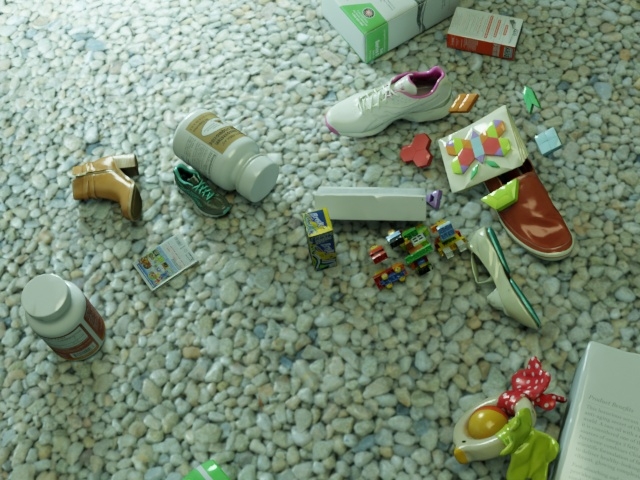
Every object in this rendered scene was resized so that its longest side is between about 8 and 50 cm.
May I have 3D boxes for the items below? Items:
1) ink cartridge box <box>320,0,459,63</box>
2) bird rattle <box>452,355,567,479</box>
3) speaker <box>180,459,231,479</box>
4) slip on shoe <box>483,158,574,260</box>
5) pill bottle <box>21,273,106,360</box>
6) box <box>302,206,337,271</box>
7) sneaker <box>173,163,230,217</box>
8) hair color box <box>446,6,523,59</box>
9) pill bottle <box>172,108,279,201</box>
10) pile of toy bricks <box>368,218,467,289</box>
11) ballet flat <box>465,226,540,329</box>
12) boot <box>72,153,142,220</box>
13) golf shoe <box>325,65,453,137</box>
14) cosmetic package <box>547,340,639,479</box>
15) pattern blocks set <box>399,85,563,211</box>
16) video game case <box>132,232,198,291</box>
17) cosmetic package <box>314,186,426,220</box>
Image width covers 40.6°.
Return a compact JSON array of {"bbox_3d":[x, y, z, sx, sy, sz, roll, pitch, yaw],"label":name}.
[{"bbox_3d":[0.174,-0.601,2.136,0.289,0.121,0.211,-30,64,-11],"label":"ink cartridge box"},{"bbox_3d":[0.341,0.330,1.613,0.206,0.143,0.253,-21,27,24],"label":"bird rattle"},{"bbox_3d":[-0.278,0.540,1.578,0.296,0.131,0.131,-40,66,-15],"label":"speaker"},{"bbox_3d":[0.434,-0.099,1.864,0.123,0.101,0.331,-22,64,-8],"label":"slip on shoe"},{"bbox_3d":[-0.522,0.153,1.749,0.121,0.216,0.121,-2,62,4],"label":"pill bottle"},{"bbox_3d":[0.000,0.000,1.810,0.054,0.169,0.059,-14,63,-4],"label":"box"},{"bbox_3d":[-0.275,-0.114,1.947,0.166,0.076,0.065,34,71,20],"label":"sneaker"},{"bbox_3d":[0.400,-0.505,2.106,0.167,0.053,0.093,15,63,14],"label":"hair color box"},{"bbox_3d":[-0.211,-0.188,1.949,0.229,0.131,0.131,35,70,20],"label":"pill bottle"},{"bbox_3d":[0.192,0.006,1.840,0.212,0.118,0.105,-28,31,0],"label":"pile of toy bricks"},{"bbox_3d":[0.370,0.089,1.792,0.086,0.086,0.248,-19,61,-5],"label":"ballet flat"},{"bbox_3d":[-0.489,-0.110,1.969,0.152,0.073,0.197,-11,50,-2],"label":"boot"},{"bbox_3d":[0.156,-0.328,1.987,0.306,0.140,0.115,-15,64,-1],"label":"golf shoe"},{"bbox_3d":[0.527,0.437,1.539,0.230,0.161,0.453,17,65,14],"label":"cosmetic package"},{"bbox_3d":[0.345,-0.195,1.871,0.325,0.026,0.285,-38,61,21],"label":"pattern blocks set"},{"bbox_3d":[-0.341,0.048,1.905,0.122,0.011,0.087,-34,65,-13],"label":"video game case"},{"bbox_3d":[0.109,-0.079,1.878,0.238,0.099,0.061,1,102,6],"label":"cosmetic package"}]
